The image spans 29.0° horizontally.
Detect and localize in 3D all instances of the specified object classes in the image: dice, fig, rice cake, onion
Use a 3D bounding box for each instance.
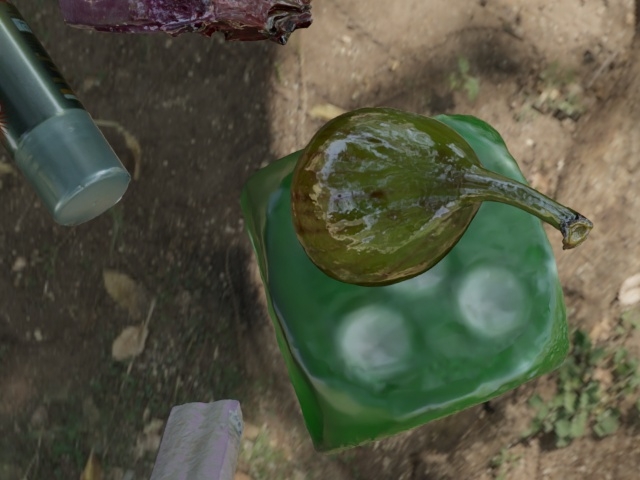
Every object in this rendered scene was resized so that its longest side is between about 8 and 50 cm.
[{"bbox_3d":[0.083,0.047,1.324,0.287,0.297,0.300,-17,81,-5],"label":"dice"},{"bbox_3d":[0.084,-0.037,0.977,0.151,0.259,0.151,0,90,-36],"label":"fig"},{"bbox_3d":[-0.162,0.300,1.529,0.106,0.050,0.298,-9,28,12],"label":"rice cake"},{"bbox_3d":[-0.102,-0.248,1.124,0.227,0.120,0.283,-21,27,-37],"label":"onion"}]

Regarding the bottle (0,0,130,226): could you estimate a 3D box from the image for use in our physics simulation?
[{"bbox_3d":[-0.280,-0.144,1.137,0.082,0.082,0.286,-29,72,-24],"label":"bottle"}]
